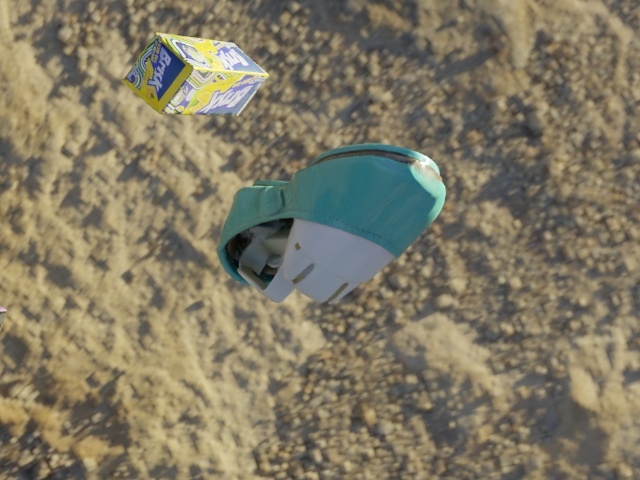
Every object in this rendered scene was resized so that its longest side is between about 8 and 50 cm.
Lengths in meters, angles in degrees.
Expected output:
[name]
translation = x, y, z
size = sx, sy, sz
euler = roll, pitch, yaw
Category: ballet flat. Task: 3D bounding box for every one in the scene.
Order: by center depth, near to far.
[ballet flat]
translation = 0.000, 0.000, 0.868
size = 0.083, 0.247, 0.087
euler = 25, 77, -20

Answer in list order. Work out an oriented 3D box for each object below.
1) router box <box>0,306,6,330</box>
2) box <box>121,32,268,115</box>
[router box]
translation = -0.249, 0.098, 0.691
size = 0.133, 0.046, 0.178
euler = 17, 90, 0
[box]
translation = -0.118, -0.158, 1.343
size = 0.054, 0.059, 0.169
euler = 43, 18, 13
